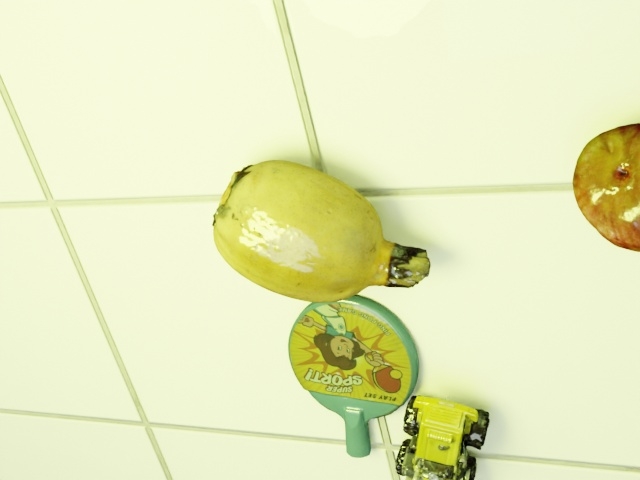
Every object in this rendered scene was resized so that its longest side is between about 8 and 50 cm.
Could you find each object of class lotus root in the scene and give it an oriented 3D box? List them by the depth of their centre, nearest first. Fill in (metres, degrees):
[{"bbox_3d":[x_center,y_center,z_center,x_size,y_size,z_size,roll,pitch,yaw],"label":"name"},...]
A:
[{"bbox_3d":[0.000,0.000,1.185,0.310,0.183,0.182,21,128,1],"label":"lotus root"}]

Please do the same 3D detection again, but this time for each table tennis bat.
[{"bbox_3d":[0.054,0.226,1.392,0.215,0.044,0.329,6,123,17],"label":"table tennis bat"}]

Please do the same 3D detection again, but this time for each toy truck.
[{"bbox_3d":[0.187,0.354,1.373,0.136,0.111,0.286,12,132,14],"label":"toy truck"}]

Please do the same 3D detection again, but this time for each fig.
[{"bbox_3d":[0.398,-0.059,0.986,0.202,0.149,0.148,2,96,-8],"label":"fig"}]
